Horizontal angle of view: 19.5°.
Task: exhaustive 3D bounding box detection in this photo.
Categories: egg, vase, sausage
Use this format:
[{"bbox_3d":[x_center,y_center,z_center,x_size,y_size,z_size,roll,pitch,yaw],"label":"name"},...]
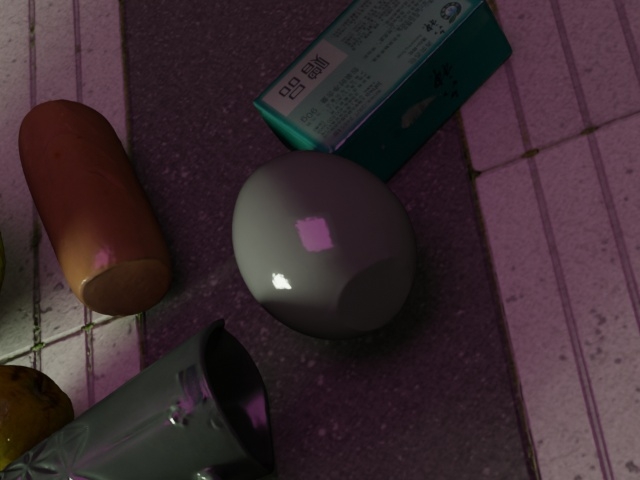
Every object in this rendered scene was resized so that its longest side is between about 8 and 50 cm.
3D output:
[{"bbox_3d":[0.000,0.000,1.887,0.176,0.176,0.232,-38,39,1],"label":"egg"},{"bbox_3d":[-0.192,0.227,1.832,0.301,0.156,0.251,-28,40,5],"label":"vase"},{"bbox_3d":[-0.260,-0.044,2.110,0.121,0.121,0.304,-33,47,5],"label":"sausage"}]

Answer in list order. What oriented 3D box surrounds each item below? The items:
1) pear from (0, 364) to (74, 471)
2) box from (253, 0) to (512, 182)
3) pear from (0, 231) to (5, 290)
[{"bbox_3d":[-0.338,0.200,1.954,0.162,0.149,0.149,-33,46,22],"label":"pear"},{"bbox_3d":[0.068,-0.179,2.037,0.245,0.092,0.153,-44,46,-7],"label":"box"},{"bbox_3d":[-0.552,0.025,2.086,0.391,0.391,0.391,-16,51,20],"label":"pear"}]
